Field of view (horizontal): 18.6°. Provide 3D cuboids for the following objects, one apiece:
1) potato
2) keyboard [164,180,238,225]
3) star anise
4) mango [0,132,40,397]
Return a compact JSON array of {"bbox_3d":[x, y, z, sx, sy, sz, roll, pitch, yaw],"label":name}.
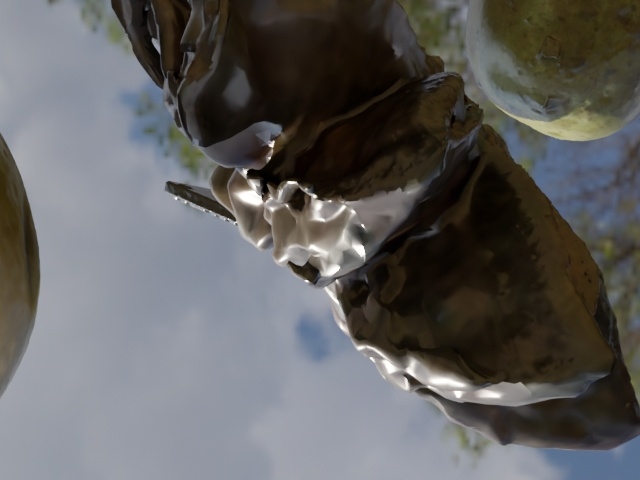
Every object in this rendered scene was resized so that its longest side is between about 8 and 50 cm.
[{"bbox_3d":[0.212,-0.196,1.577,0.173,0.210,0.307,10,-165,8],"label":"potato"},{"bbox_3d":[0.000,0.000,1.552,0.101,0.018,0.310,7,-170,-42],"label":"keyboard"},{"bbox_3d":[0.017,-0.028,0.842,0.117,0.332,0.332,-37,-137,4],"label":"star anise"},{"bbox_3d":[-0.308,0.037,0.848,0.301,0.220,0.445,27,-148,19],"label":"mango"}]
